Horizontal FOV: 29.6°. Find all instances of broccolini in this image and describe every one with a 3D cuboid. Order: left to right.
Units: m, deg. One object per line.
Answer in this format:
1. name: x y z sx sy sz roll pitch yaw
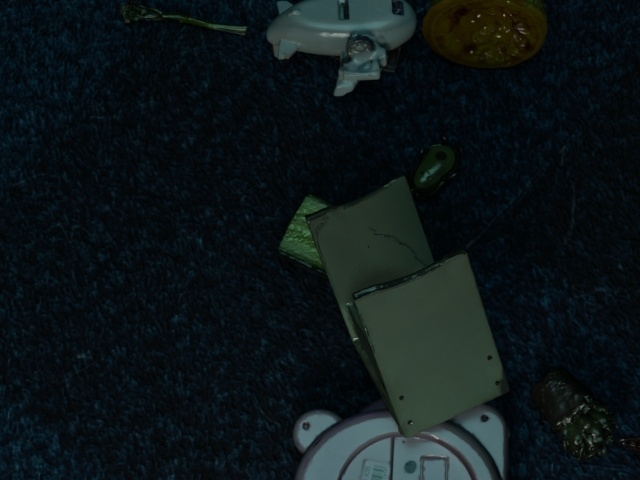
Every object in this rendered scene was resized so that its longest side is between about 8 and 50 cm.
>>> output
1. broccolini: -0.230 -0.372 2.033 0.218 0.042 0.044 8 74 -1

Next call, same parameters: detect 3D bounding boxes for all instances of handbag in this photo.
1. handbag: 0.180 -0.110 1.929 0.072 0.047 0.111 36 77 12

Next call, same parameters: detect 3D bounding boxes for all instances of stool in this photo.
1. stool: 0.122 0.091 1.724 0.170 0.269 0.243 -24 33 -5

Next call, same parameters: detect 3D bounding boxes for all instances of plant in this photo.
1. plant: 0.380 0.259 1.800 0.092 0.094 0.143 -41 65 5

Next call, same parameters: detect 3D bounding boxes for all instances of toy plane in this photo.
1. toy plane: 0.034 -0.342 1.961 0.245 0.117 0.244 -2 60 3

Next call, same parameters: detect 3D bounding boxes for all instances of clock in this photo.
1. clock: 0.115 0.375 1.770 0.322 0.113 0.295 2 75 5

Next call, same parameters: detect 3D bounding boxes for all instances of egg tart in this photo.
1. egg tart: 0.263 -0.384 1.938 0.203 0.202 0.147 3 62 4

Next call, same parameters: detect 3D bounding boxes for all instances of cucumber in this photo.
1. cucumber: 0.000 0.000 1.902 0.115 0.062 0.116 25 70 7

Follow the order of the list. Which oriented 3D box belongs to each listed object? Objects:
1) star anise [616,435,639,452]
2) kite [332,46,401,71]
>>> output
1. star anise: 0.575 0.280 1.753 0.212 0.129 0.282 43 110 21
2. kite: 0.097 -0.422 2.033 0.152 0.015 0.285 19 77 7
